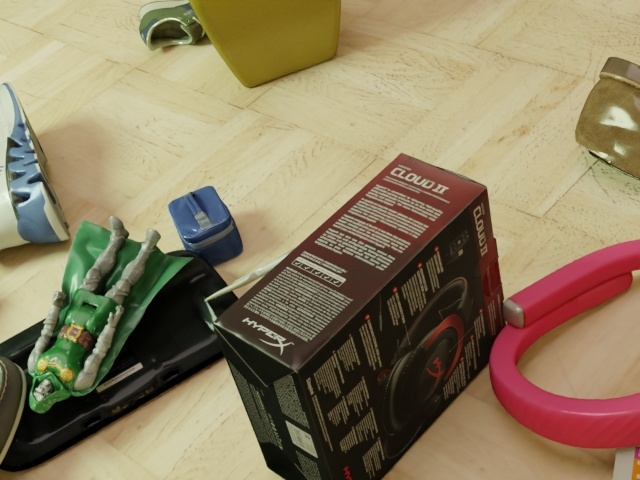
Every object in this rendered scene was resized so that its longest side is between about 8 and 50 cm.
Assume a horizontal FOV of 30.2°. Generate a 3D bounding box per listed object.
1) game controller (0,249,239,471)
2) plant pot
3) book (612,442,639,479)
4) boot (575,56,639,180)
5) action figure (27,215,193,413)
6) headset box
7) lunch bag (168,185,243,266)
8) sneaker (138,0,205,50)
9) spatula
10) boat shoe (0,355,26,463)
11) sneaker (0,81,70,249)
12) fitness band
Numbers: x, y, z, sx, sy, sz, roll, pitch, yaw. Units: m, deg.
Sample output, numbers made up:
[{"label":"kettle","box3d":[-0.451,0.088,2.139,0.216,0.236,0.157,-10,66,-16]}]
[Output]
[{"label":"game controller","box3d":[-0.239,0.127,1.310,0.319,0.067,0.166,-30,55,-14]},{"label":"plant pot","box3d":[-0.079,-0.347,1.687,0.212,0.187,0.212,-21,40,-3]},{"label":"book","box3d":[0.302,0.211,1.025,0.096,0.035,0.144,2,41,20]},{"label":"boot","box3d":[0.419,-0.094,1.307,0.305,0.112,0.115,31,89,38]},{"label":"action figure","box3d":[-0.247,0.083,1.267,0.137,0.063,0.232,16,60,14]},{"label":"headset box","box3d":[0.060,0.077,1.119,0.110,0.218,0.293,26,57,36]},{"label":"lunch bag","box3d":[-0.141,-0.022,1.428,0.067,0.065,0.098,-25,41,-9]},{"label":"sneaker","box3d":[-0.186,-0.335,1.817,0.192,0.064,0.086,-12,47,8]},{"label":"spatula","box3d":[0.000,0.000,1.260,0.168,0.019,0.242,-22,-4,-44]},{"label":"boat shoe","box3d":[-0.416,0.239,1.162,0.112,0.095,0.335,22,64,29]},{"label":"sneaker","box3d":[-0.454,-0.083,1.567,0.182,0.127,0.315,-21,41,-8]},{"label":"fitness band","box3d":[0.297,0.089,1.125,0.290,0.054,0.209,-26,36,-21]}]
